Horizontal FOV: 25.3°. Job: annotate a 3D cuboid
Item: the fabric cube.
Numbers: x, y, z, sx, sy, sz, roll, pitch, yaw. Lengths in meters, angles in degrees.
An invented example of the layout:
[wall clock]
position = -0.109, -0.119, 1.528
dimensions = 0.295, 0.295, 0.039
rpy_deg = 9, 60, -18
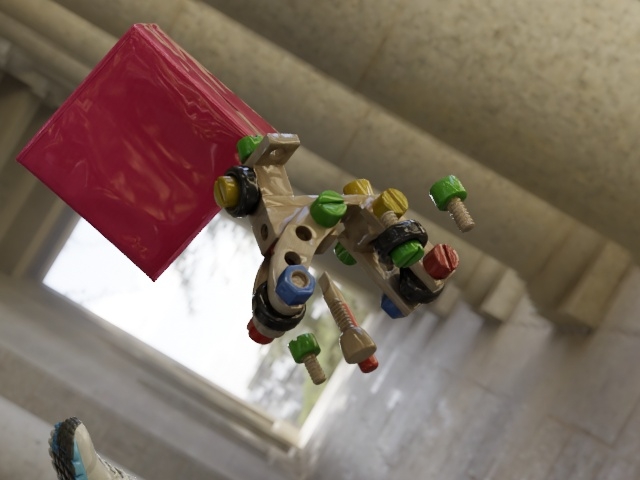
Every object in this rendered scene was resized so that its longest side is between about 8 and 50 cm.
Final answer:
[fabric cube]
position = -0.236, -0.135, 2.053
dimensions = 0.254, 0.258, 0.259
rpy_deg = -48, 5, 8

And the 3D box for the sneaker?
[sneaker]
position = -0.193, 0.234, 1.324
dimensions = 0.083, 0.071, 0.190
rpy_deg = -25, -57, -19

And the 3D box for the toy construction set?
[toy construction set]
position = 0.000, 0.000, 1.631
dimensions = 0.258, 0.237, 0.309
rpy_deg = -22, -26, -13
